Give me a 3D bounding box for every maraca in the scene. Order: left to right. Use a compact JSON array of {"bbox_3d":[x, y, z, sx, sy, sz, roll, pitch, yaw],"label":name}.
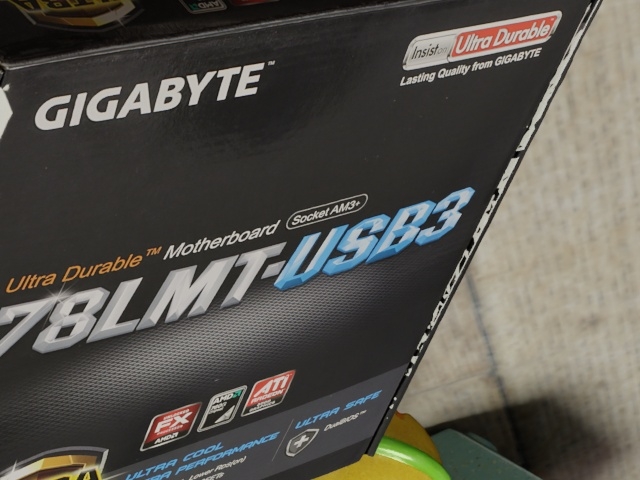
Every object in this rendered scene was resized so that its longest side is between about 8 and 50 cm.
[{"bbox_3d":[-0.010,0.140,1.204,0.185,0.099,0.127,-3,146,30],"label":"maraca"}]

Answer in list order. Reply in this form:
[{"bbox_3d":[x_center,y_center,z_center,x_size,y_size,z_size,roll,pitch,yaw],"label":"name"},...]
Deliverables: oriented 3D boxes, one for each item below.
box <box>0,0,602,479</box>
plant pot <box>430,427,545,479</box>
[{"bbox_3d":[-0.054,0.008,0.791,0.295,0.073,0.293,-14,142,-40],"label":"box"},{"bbox_3d":[0.105,0.275,1.307,0.252,0.248,0.247,-58,144,-5],"label":"plant pot"}]
